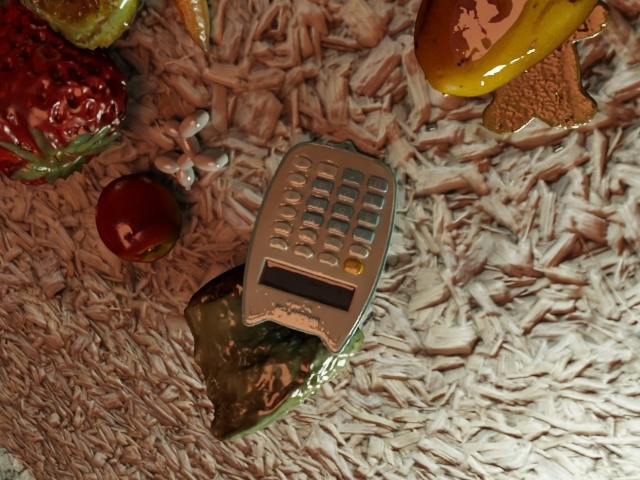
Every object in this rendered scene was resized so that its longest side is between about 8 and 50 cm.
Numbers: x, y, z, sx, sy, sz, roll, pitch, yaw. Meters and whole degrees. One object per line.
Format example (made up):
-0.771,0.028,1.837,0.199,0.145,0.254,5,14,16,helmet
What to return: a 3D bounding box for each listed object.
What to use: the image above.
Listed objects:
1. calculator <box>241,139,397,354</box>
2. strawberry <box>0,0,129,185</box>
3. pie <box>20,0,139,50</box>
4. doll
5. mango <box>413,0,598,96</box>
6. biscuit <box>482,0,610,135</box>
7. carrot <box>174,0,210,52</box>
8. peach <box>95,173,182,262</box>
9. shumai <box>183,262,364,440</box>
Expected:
0.000,0.000,1.212,0.256,0.054,0.387,17,96,8,calculator
-0.552,-0.307,1.262,0.345,0.295,0.317,63,151,2,strawberry
-0.407,-0.510,1.100,0.288,0.103,0.355,18,109,22,pie
-0.276,-0.181,1.331,0.160,0.059,0.161,-7,118,30,doll
0.238,-0.316,0.871,0.201,0.152,0.287,46,130,10,mango
0.322,-0.304,0.958,0.196,0.049,0.302,1,122,27,biscuit
-0.234,-0.432,1.148,0.072,0.072,0.205,5,129,24,carrot
-0.401,-0.054,1.407,0.197,0.197,0.197,13,125,19,peach
-0.131,0.214,1.390,0.397,0.324,0.323,-40,83,33,shumai
